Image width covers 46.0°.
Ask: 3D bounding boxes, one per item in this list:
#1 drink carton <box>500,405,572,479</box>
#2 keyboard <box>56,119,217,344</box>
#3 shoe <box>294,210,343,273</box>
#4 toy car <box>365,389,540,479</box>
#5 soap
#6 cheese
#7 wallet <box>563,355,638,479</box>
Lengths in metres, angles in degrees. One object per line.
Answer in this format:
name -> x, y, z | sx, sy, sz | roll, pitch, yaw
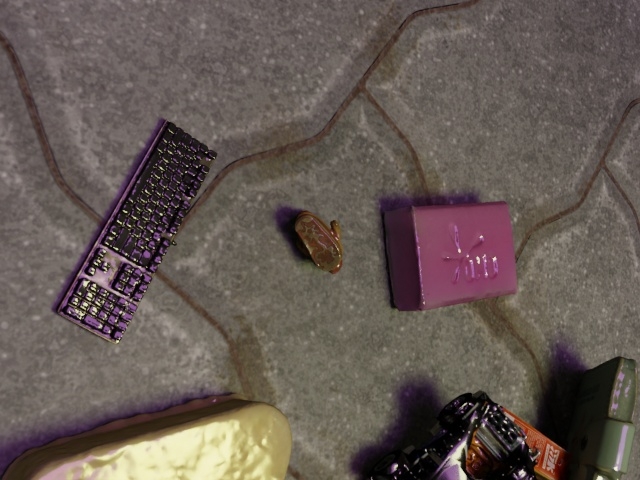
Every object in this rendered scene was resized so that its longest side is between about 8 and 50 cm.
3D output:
drink carton -> 0.361, 0.381, 1.407 | 0.223, 0.096, 0.071 | 35, 67, -28
keyboard -> -0.242, -0.016, 1.045 | 0.106, 0.027, 0.317 | 35, 66, -28
shoe -> 0.001, -0.003, 1.193 | 0.109, 0.069, 0.072 | 36, 103, -16
toy car -> 0.203, 0.390, 1.242 | 0.301, 0.118, 0.193 | -38, 90, -5
soap -> 0.240, 0.024, 1.357 | 0.259, 0.081, 0.181 | -4, 88, -36
cheese -> -0.180, 0.353, 1.010 | 0.384, 0.104, 0.383 | 4, 84, -36
wallet -> 0.526, 0.402, 1.451 | 0.083, 0.252, 0.360 | 20, 71, 4
